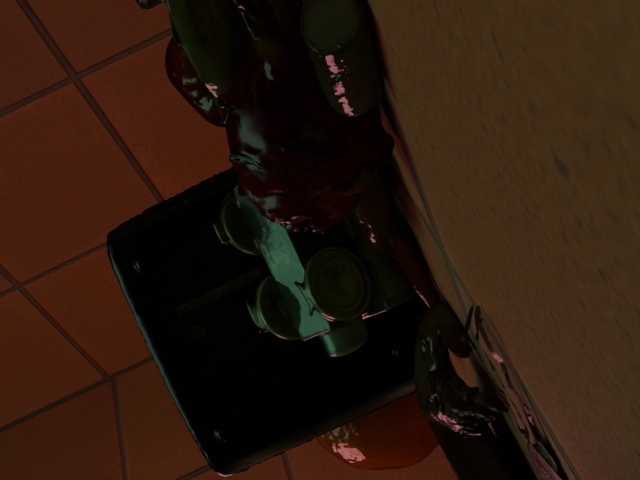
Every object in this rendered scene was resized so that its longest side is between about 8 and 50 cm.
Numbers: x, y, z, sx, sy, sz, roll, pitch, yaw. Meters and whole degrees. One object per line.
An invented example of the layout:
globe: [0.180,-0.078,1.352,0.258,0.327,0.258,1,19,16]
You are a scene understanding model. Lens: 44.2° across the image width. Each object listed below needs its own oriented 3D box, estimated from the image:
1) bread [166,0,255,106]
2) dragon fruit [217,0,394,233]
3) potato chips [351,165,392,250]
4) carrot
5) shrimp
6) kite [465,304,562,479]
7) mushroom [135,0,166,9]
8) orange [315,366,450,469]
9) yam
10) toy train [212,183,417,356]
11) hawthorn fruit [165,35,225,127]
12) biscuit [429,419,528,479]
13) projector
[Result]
bread: [-0.097,-0.256,0.647,0.301,0.045,0.301,-11,-90,-86]
dragon fruit: [-0.018,-0.108,0.569,0.246,0.125,0.125,70,-163,-50]
potato chips: [0.031,-0.083,0.790,0.195,0.061,0.208,62,180,33]
carrot: [0.109,0.035,0.913,0.142,0.035,0.035,59,-176,-18]
shrimp: [0.142,0.137,0.845,0.236,0.053,0.133,-150,70,-82]
kite: [0.162,0.153,0.609,0.229,0.016,0.127,64,179,-4]
mushroom: [-0.147,-0.332,0.912,0.226,0.178,0.226,54,-175,-7]
orange: [0.107,0.291,1.529,0.312,0.312,0.312,-26,-90,-88]
yam: [0.014,-0.114,0.481,0.043,0.043,0.094,65,-177,21]
toy train: [0.000,0.000,0.954,0.159,0.188,0.272,-29,84,52]
hawthorn fruit: [-0.123,-0.293,1.213,0.299,0.211,0.211,-91,-23,-62]
biscuit: [0.245,0.359,0.964,0.350,0.070,0.394,62,-179,21]
projector: [-0.060,0.080,1.189,0.242,0.395,0.405,-45,-70,-86]
